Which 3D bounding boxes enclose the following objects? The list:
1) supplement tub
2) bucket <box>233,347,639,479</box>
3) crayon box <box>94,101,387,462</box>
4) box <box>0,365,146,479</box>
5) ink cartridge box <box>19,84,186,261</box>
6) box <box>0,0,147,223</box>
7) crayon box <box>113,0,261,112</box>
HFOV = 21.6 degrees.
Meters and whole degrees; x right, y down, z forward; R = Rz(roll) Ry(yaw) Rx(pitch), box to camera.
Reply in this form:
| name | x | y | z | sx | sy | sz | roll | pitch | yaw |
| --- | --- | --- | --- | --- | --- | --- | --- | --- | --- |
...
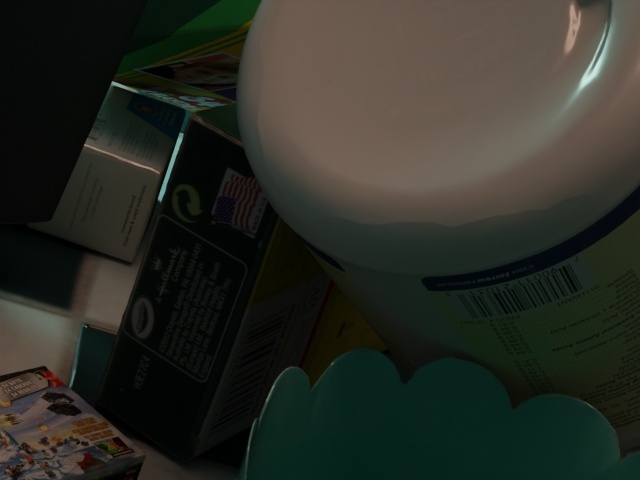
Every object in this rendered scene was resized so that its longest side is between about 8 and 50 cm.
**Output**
| name | x | y | z | sx | sy | sz | roll | pitch | yaw |
| --- | --- | --- | --- | --- | --- | --- | --- | --- | --- |
| supplement tub | 0.119 | -0.024 | 0.907 | 0.235 | 0.235 | 0.325 | 39 | -8 | 37 |
| bucket | 0.065 | 0.197 | 0.739 | 0.281 | 0.183 | 0.281 | 17 | 24 | -8 |
| crayon box | 0.000 | 0.000 | 1.094 | 0.081 | 0.202 | 0.318 | 30 | 24 | 21 |
| box | -0.176 | 0.115 | 0.916 | 0.094 | 0.027 | 0.137 | 37 | 28 | 30 |
| ink cartridge box | -0.206 | -0.073 | 1.231 | 0.190 | 0.082 | 0.140 | 18 | 23 | -4 |
| box | -0.313 | -0.226 | 1.044 | 0.395 | 0.294 | 0.212 | 29 | 10 | 19 |
| crayon box | 0.012 | -0.160 | 1.279 | 0.313 | 0.106 | 0.363 | 0 | -7 | 26 |
